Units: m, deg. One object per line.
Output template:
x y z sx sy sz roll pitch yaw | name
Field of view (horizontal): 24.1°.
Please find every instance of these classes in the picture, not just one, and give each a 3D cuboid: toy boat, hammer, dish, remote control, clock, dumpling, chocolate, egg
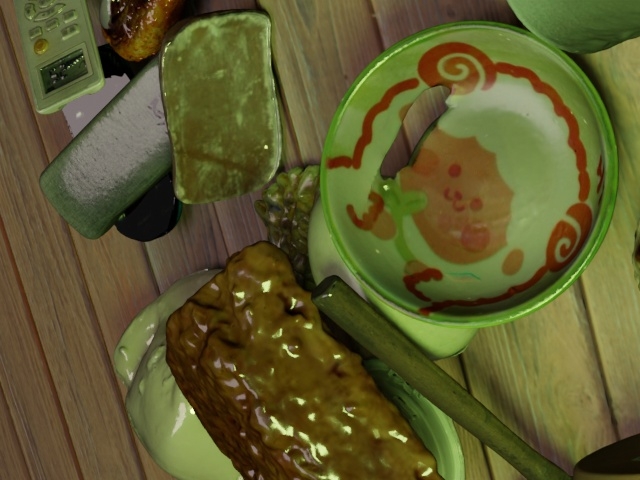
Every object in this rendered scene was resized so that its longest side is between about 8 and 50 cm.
-0.284 -0.148 2.222 0.134 0.092 0.298 -12 108 23 | toy boat
0.163 0.185 1.696 0.440 0.044 0.168 41 141 -18 | hammer
0.170 -0.065 1.613 0.324 0.124 0.324 -2 84 22 | dish
-0.379 -0.320 2.164 0.055 0.109 0.313 46 -157 -58 | remote control
0.095 0.272 2.001 0.236 0.053 0.236 26 128 40 | clock
-0.141 0.194 2.172 0.395 0.233 0.315 35 101 42 | dumpling
-0.140 -0.184 1.972 0.080 0.157 0.254 -138 39 -57 | chocolate
0.088 0.030 1.759 0.253 0.186 0.186 51 142 8 | egg

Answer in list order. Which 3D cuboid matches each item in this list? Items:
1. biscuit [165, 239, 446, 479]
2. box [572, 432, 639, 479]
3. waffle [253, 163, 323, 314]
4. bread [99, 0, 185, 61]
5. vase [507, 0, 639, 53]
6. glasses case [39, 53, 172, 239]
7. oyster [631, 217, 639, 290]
-0.031 0.223 1.859 0.395 0.166 0.342 53 165 7 | biscuit
0.388 0.299 1.472 0.301 0.301 0.216 -16 89 54 | box
-0.002 0.000 1.969 0.223 0.054 0.204 -17 95 55 | waffle
-0.221 -0.349 2.028 0.269 0.095 0.139 -52 54 35 | bread
0.303 -0.277 1.306 0.291 0.245 0.245 -22 91 60 | vase
-0.268 -0.134 2.124 0.131 0.074 0.323 49 122 -3 | glasses case
0.418 0.068 1.419 0.337 0.133 0.197 49 148 30 | oyster
